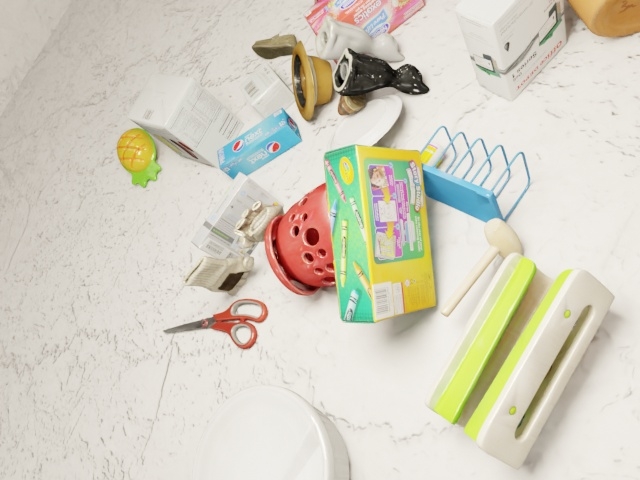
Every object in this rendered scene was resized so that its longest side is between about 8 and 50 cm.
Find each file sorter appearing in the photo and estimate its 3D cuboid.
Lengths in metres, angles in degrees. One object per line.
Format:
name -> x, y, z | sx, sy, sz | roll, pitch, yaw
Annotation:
file sorter -> 0.267, -0.118, 0.876 | 0.170, 0.118, 0.105 | 33, 84, 39

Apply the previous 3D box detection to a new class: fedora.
fedora -> -0.016, -0.388, 1.195 | 0.079, 0.194, 0.195 | -8, 55, -13

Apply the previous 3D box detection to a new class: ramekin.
ramekin -> -0.074, 0.392, 0.832 | 0.272, 0.127, 0.273 | -15, 59, 26

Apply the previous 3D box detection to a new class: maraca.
maraca -> -0.546, -0.251, 1.482 | 0.127, 0.099, 0.186 | -28, 80, 16

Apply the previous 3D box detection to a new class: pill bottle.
pill bottle -> 0.208, -0.151, 0.976 | 0.043, 0.043, 0.083 | 35, 88, 39

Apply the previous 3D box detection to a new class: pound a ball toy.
pound a ball toy -> 0.287, 0.142, 0.746 | 0.319, 0.135, 0.208 | -58, 26, -5

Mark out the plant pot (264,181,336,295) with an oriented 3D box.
plant pot -> 0.000, 0.000, 0.944 | 0.174, 0.191, 0.191 | -24, 56, 27

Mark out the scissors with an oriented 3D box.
scissors -> -0.244, 0.178, 1.121 | 0.296, 0.021, 0.109 | 1, 70, 34

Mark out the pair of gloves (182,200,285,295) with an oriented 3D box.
pair of gloves -> -0.155, 0.021, 1.031 | 0.042, 0.204, 0.240 | 44, 92, 17

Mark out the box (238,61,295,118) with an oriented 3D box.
box -> -0.138, -0.386, 1.288 | 0.102, 0.087, 0.101 | -40, 52, 9

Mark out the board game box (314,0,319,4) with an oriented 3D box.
board game box -> 0.052, -0.737, 1.383 | 0.144, 0.027, 0.282 | -12, 61, 26

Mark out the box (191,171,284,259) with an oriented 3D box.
box -> -0.182, -0.039, 1.106 | 0.038, 0.145, 0.186 | 33, 87, 38

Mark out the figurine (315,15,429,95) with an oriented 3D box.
figurine -> 0.115, -0.397, 1.083 | 0.092, 0.209, 0.215 | 116, 143, -44

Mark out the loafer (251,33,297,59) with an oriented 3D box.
loafer -> -0.125, -0.548, 1.387 | 0.147, 0.056, 0.050 | 9, 71, 25

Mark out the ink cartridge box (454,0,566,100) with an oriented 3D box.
ink cartridge box -> 0.352, -0.387, 0.893 | 0.160, 0.219, 0.092 | -47, 54, 5

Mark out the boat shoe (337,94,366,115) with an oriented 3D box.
boat shoe -> 0.077, -0.357, 1.142 | 0.060, 0.064, 0.178 | -28, 34, 46

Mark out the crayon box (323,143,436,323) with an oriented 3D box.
crayon box -> 0.103, -0.014, 0.826 | 0.081, 0.165, 0.279 | -7, 88, 47

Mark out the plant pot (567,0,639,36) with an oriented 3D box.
plant pot -> 0.523, -0.485, 0.814 | 0.290, 0.290, 0.204 | -17, 76, 25

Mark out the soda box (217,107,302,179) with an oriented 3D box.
soda box -> -0.155, -0.237, 1.235 | 0.210, 0.071, 0.067 | -28, 54, 18

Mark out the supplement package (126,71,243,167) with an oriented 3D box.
supplement package -> -0.363, -0.323, 1.328 | 0.194, 0.203, 0.149 | 21, 80, 39

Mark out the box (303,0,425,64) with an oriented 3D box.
box -> 0.104, -0.562, 1.199 | 0.256, 0.122, 0.128 | -35, 52, 13

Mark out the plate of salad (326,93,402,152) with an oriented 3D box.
plate of salad -> 0.099, -0.244, 1.086 | 0.199, 0.048, 0.200 | -31, 32, 22
